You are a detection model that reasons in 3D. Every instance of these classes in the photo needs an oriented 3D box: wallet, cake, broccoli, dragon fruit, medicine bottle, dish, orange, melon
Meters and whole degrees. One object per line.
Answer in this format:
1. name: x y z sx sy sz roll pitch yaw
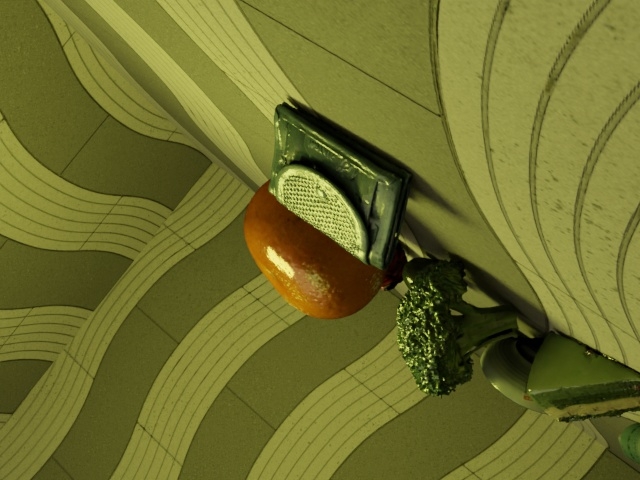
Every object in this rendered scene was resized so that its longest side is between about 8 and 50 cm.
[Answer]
1. wallet: 0.018 -0.107 1.429 0.342 0.075 0.237 35 136 29
2. cake: 0.609 0.347 1.585 0.158 0.172 0.283 37 175 -28
3. broccoli: 0.319 0.205 1.799 0.249 0.302 0.375 24 129 51
4. dragon fruit: 0.178 0.064 2.152 0.189 0.182 0.182 20 -178 -19
5. medicine bottle: 0.884 0.557 1.937 0.110 0.110 0.352 37 176 13
6. dish: 0.573 0.317 1.859 0.273 0.133 0.273 16 -155 -8
7. orange: 0.000 0.000 1.860 0.424 0.326 0.424 46 163 19
8. melon: 0.305 0.115 1.963 0.167 0.114 0.114 37 176 5

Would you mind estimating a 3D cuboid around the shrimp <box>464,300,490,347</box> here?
1. shrimp: 0.546 0.302 2.328 0.185 0.068 0.287 33 173 24
